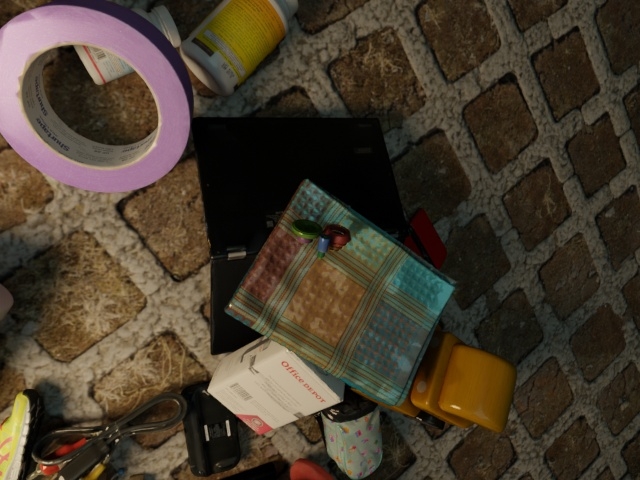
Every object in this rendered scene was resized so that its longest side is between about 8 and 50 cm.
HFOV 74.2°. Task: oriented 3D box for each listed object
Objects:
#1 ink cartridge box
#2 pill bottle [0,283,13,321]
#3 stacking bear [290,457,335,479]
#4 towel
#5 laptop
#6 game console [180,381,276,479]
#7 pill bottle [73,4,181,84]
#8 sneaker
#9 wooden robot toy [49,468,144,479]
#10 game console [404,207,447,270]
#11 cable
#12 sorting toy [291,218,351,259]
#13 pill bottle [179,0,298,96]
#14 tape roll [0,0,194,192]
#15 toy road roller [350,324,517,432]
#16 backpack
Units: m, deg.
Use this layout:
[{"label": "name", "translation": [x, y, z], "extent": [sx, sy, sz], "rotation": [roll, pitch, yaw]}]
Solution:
[{"label": "ink cartridge box", "translation": [-0.081, 0.267, 0.822], "extent": [0.217, 0.092, 0.159], "rotation": [-31, 112, 26]}, {"label": "pill bottle", "translation": [-0.623, 0.197, 0.614], "extent": [0.187, 0.188, 0.334], "rotation": [36, 84, -21]}, {"label": "stacking bear", "translation": [-0.088, 0.566, 0.799], "extent": [0.288, 0.164, 0.176], "rotation": [1, 84, -49]}, {"label": "towel", "translation": [0.058, 0.100, 0.749], "extent": [0.370, 0.040, 0.272], "rotation": [34, 77, -18]}, {"label": "laptop", "translation": [-0.049, -0.012, 0.864], "extent": [0.381, 0.236, 0.408], "rotation": [-6, 76, -22]}, {"label": "game console", "translation": [-0.203, 0.463, 0.886], "extent": [0.213, 0.044, 0.362], "rotation": [-9, 101, -21]}, {"label": "pill bottle", "translation": [-0.322, -0.332, 0.710], "extent": [0.160, 0.087, 0.087], "rotation": [-29, 106, -15]}, {"label": "sneaker", "translation": [-0.546, 0.354, 0.723], "extent": [0.094, 0.081, 0.209], "rotation": [17, 90, -17]}, {"label": "wooden robot toy", "translation": [-0.421, 0.477, 0.786], "extent": [0.173, 0.079, 0.076], "rotation": [18, 90, -21]}, {"label": "game console", "translation": [0.221, 0.019, 1.001], "extent": [0.124, 0.085, 0.144], "rotation": [-28, 108, 18]}, {"label": "cable", "translation": [-0.392, 0.364, 0.782], "extent": [0.287, 0.072, 0.139], "rotation": [-34, 73, -27]}, {"label": "sorting toy", "translation": [0.000, 0.000, 0.691], "extent": [0.101, 0.061, 0.042], "rotation": [7, 120, -12]}, {"label": "pill bottle", "translation": [-0.139, -0.372, 0.757], "extent": [0.117, 0.117, 0.215], "rotation": [43, 82, -20]}, {"label": "tape roll", "translation": [-0.340, -0.214, 0.653], "extent": [0.274, 0.090, 0.275], "rotation": [-6, 126, -8]}, {"label": "toy road roller", "translation": [0.247, 0.274, 0.884], "extent": [0.329, 0.240, 0.203], "rotation": [36, 65, -30]}, {"label": "backpack", "translation": [0.068, 0.428, 0.944], "extent": [0.151, 0.115, 0.182], "rotation": [-9, 103, -22]}]
